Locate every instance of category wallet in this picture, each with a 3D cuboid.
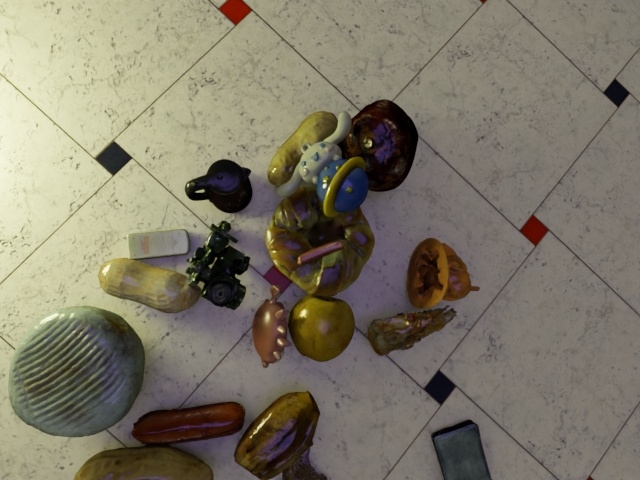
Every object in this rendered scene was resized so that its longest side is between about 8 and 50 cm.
[{"bbox_3d":[0.474,0.729,1.386,0.167,0.036,0.222,-16,89,-9],"label":"wallet"}]

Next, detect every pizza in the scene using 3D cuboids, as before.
[{"bbox_3d":[0.297,0.291,1.336,0.296,0.189,0.071,-15,42,-7],"label":"pizza"}]

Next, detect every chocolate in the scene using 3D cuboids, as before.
[{"bbox_3d":[-0.523,0.141,1.264,0.309,0.134,0.134,15,83,-4],"label":"chocolate"}]

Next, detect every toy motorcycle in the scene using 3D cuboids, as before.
[{"bbox_3d":[-0.300,0.075,1.280,0.205,0.127,0.275,35,54,-23],"label":"toy motorcycle"}]

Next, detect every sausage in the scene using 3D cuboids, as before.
[{"bbox_3d":[-0.001,0.036,1.222,0.147,0.030,0.035,-20,80,-7],"label":"sausage"},{"bbox_3d":[-0.394,0.560,1.252,0.330,0.102,0.102,-3,85,-9],"label":"sausage"}]

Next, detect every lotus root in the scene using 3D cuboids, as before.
[{"bbox_3d":[-0.117,0.588,1.250,0.193,0.193,0.291,46,77,-1],"label":"lotus root"}]

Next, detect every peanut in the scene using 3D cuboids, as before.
[{"bbox_3d":[-0.049,-0.299,1.359,0.147,0.147,0.319,41,77,-2],"label":"peanut"},{"bbox_3d":[-0.507,0.699,1.189,0.386,0.169,0.193,1,90,-8],"label":"peanut"}]

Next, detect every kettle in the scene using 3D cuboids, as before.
[{"bbox_3d":[-0.308,-0.170,1.266,0.201,0.232,0.144,-11,85,-8],"label":"kettle"}]

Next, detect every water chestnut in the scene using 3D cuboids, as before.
[{"bbox_3d":[0.194,-0.301,1.339,0.244,0.289,0.289,-19,87,-14],"label":"water chestnut"}]

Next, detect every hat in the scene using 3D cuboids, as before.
[{"bbox_3d":[0.443,0.136,1.365,0.233,0.244,0.234,17,90,-20],"label":"hat"}]

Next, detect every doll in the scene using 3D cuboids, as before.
[{"bbox_3d":[0.054,-0.215,1.225,0.242,0.159,0.311,29,93,37],"label":"doll"},{"bbox_3d":[-0.153,0.264,1.261,0.093,0.211,0.262,6,91,-30],"label":"doll"}]

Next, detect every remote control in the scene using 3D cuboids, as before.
[{"bbox_3d":[-0.516,0.012,1.323,0.189,0.029,0.088,-7,86,-8],"label":"remote control"}]

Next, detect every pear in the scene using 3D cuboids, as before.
[{"bbox_3d":[0.000,0.272,1.285,0.208,0.209,0.209,1,84,-8],"label":"pear"}]

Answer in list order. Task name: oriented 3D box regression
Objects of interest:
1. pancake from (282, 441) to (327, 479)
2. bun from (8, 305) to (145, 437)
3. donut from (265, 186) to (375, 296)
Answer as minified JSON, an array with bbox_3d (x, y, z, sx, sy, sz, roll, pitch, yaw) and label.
[{"bbox_3d":[-0.032,0.748,1.323,0.190,0.020,0.184,31,80,-4],"label":"pancake"},{"bbox_3d":[-0.676,0.363,1.177,0.361,0.211,0.362,0,87,-6],"label":"bun"},{"bbox_3d":[0.000,0.000,1.326,0.359,0.170,0.361,1,83,-6],"label":"donut"}]
